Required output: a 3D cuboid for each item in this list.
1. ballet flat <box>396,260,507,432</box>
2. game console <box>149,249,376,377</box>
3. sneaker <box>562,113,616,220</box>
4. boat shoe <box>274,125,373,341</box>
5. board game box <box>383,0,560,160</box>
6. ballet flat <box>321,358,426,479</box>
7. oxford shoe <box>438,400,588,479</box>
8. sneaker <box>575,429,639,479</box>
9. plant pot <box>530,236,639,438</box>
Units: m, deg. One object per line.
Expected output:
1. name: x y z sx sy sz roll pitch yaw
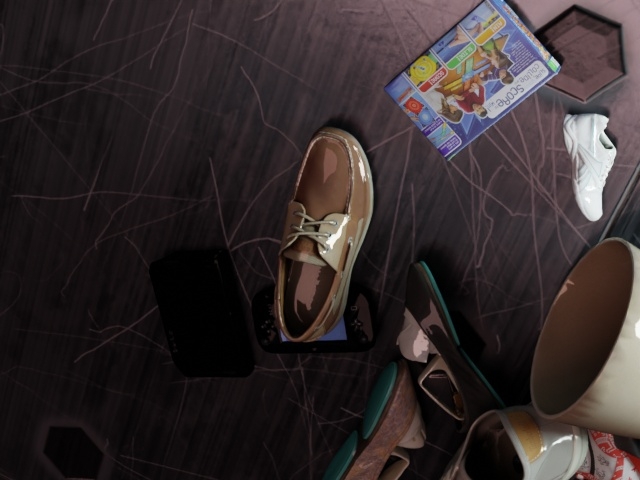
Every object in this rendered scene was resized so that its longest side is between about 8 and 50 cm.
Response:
1. ballet flat: 0.175 0.168 1.805 0.096 0.095 0.280 -30 102 -2
2. game console: -0.088 0.114 1.923 0.361 0.044 0.213 -3 113 22
3. sneaker: 0.363 -0.097 1.637 0.061 0.054 0.152 -6 112 21
4. boat shoe: 0.000 0.000 1.774 0.123 0.116 0.325 10 106 15
5. board game box: 0.201 -0.218 1.652 0.201 0.035 0.136 -38 97 31
6. ballet flat: 0.102 0.309 1.923 0.106 0.108 0.316 20 128 -10
7. oxford shoe: 0.226 0.382 1.831 0.449 0.130 0.169 -58 45 41
8. sneaker: 0.434 0.344 1.811 0.145 0.090 0.270 0 127 40
9. plant pot: 0.462 0.165 1.634 0.274 0.256 0.256 23 122 -9
